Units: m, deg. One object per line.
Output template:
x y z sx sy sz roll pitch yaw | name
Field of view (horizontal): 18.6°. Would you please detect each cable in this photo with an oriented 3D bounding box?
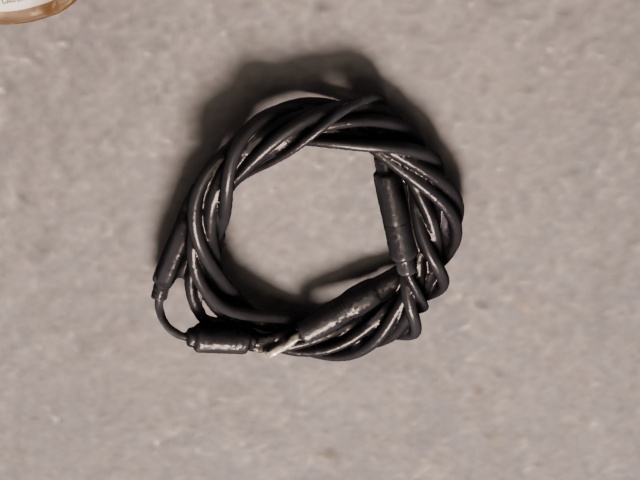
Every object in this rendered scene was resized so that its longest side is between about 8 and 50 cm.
0.000 0.000 1.007 0.151 0.047 0.184 16 129 -13 | cable

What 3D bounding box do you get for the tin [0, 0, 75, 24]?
-0.154 -0.178 0.863 0.106 0.040 0.189 -10 130 4 | tin
